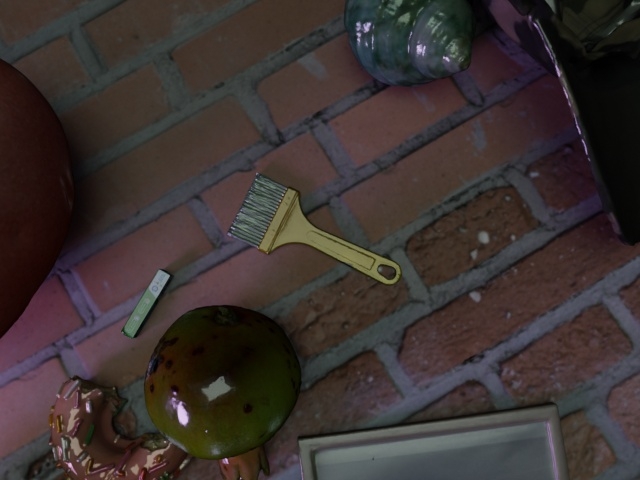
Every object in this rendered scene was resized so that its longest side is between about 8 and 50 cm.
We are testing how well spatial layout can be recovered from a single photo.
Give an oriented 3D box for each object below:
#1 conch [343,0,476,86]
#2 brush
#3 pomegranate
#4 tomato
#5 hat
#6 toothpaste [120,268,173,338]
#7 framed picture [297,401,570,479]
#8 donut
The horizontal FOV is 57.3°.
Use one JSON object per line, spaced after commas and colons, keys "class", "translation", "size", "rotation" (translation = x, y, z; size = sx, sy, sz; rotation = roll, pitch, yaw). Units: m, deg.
{"class": "conch", "translation": [0.110, -0.261, 0.653], "size": [0.176, 0.122, 0.188], "rotation": [-12, 86, -23]}
{"class": "brush", "translation": [0.000, 0.000, 0.677], "size": [0.205, 0.011, 0.083], "rotation": [26, 83, 3]}
{"class": "pomegranate", "translation": [-0.095, 0.160, 0.600], "size": [0.159, 0.159, 0.204], "rotation": [-7, 108, 0]}
{"class": "tomato", "translation": [-0.393, -0.038, 0.536], "size": [0.342, 0.273, 0.341], "rotation": [-4, 98, -28]}
{"class": "hat", "translation": [0.313, -0.206, 0.649], "size": [0.367, 0.257, 0.381], "rotation": [-20, 119, -17]}
{"class": "toothpaste", "translation": [-0.197, 0.072, 0.666], "size": [0.017, 0.020, 0.083], "rotation": [30, 85, 2]}
{"class": "framed picture", "translation": [0.130, 0.301, 0.636], "size": [0.290, 0.016, 0.213], "rotation": [-7, 83, 0]}
{"class": "donut", "translation": [-0.224, 0.223, 0.627], "size": [0.166, 0.065, 0.116], "rotation": [23, 83, 5]}
